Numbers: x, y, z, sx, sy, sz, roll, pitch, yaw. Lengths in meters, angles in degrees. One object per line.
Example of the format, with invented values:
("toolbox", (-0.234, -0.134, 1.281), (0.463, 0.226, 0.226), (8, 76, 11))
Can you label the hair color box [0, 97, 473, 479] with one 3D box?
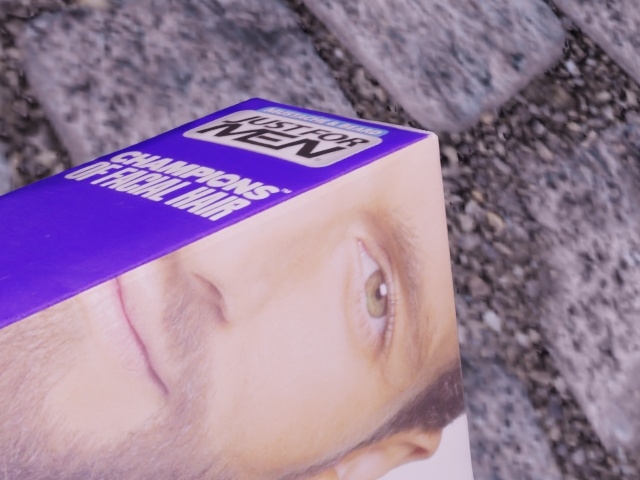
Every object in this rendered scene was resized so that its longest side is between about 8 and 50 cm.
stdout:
("hair color box", (-0.098, 0.090, 0.551), (0.338, 0.110, 0.185), (-27, 118, -39))
